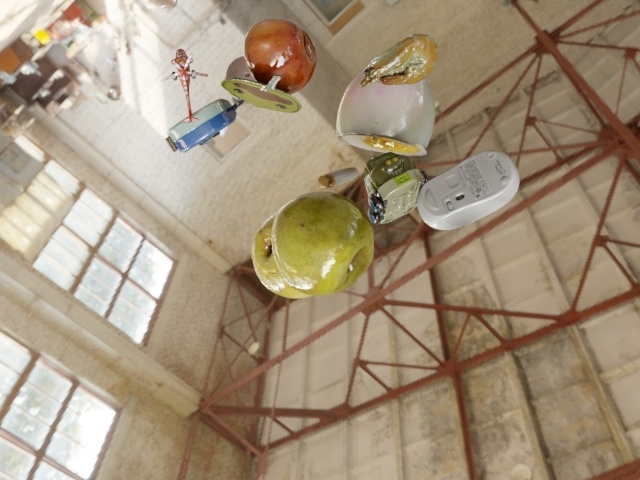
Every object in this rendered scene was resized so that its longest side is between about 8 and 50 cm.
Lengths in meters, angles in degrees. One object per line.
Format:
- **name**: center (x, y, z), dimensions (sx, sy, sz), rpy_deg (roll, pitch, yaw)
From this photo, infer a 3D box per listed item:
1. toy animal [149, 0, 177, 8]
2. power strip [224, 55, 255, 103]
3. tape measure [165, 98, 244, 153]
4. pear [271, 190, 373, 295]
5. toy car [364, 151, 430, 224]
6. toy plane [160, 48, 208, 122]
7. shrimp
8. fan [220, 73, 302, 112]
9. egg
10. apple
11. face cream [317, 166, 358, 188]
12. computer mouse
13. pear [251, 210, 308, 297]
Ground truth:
- **toy animal**: center (-0.341, -0.696, 1.422), dimensions (0.326, 0.237, 0.269), rpy_deg (-20, 155, -44)
- **power strip**: center (-0.249, -0.553, 2.192), dimensions (0.154, 0.154, 0.078), rpy_deg (-51, 168, -9)
- **tape measure**: center (-0.307, -0.382, 1.943), dimensions (0.351, 0.098, 0.215), rpy_deg (-30, -168, 16)
- **pear**: center (0.000, 0.000, 1.839), dimensions (0.304, 0.304, 0.304), rpy_deg (-37, -155, 21)
- **toy car**: center (0.215, -0.187, 2.023), dimensions (0.204, 0.198, 0.248), rpy_deg (-26, 160, -9)
- **toy plane**: center (-0.370, -0.439, 1.794), dimensions (0.126, 0.194, 0.077), rpy_deg (-25, -152, 2)
- **shrimp**: center (0.198, -0.433, 1.597), dimensions (0.217, 0.115, 0.051), rpy_deg (-28, -159, 4)
- **fan**: center (-0.150, -0.395, 1.702), dimensions (0.335, 0.230, 0.011), rpy_deg (174, -69, -74)
- **egg**: center (0.249, -0.504, 2.313), dimensions (0.354, 0.355, 0.339), rpy_deg (8, -91, 62)
- **apple**: center (-0.103, -0.517, 1.788), dimensions (0.173, 0.210, 0.235), rpy_deg (-13, -172, 26)
- **face cream**: center (0.062, -0.218, 2.207), dimensions (0.072, 0.051, 0.182), rpy_deg (-4, -167, 41)
- **computer mouse**: center (0.426, -0.132, 1.831), dimensions (0.297, 0.121, 0.184), rpy_deg (-29, -127, 10)
- **pear**: center (-0.087, 0.046, 2.319), dimensions (0.348, 0.348, 0.348), rpy_deg (-37, -155, 21)
